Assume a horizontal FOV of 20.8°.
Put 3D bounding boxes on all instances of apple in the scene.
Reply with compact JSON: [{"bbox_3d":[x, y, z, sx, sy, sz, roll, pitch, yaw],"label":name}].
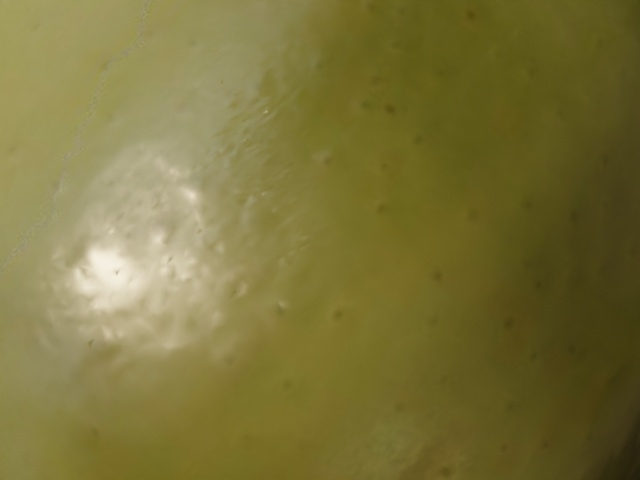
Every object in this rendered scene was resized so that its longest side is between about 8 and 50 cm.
[{"bbox_3d":[-0.001,0.001,0.719,0.357,0.357,0.357,19,-90,-81],"label":"apple"}]
